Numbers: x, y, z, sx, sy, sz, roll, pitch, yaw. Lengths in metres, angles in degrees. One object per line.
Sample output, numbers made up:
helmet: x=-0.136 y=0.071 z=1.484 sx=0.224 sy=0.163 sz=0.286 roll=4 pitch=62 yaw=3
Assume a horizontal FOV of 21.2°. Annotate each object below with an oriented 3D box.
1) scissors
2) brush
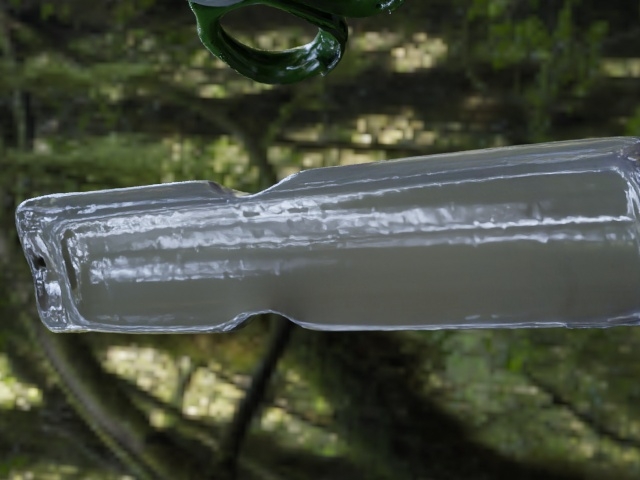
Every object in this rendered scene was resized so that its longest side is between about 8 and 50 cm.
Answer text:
scissors: x=-0.063 y=-0.117 z=0.681 sx=0.204 sy=0.101 sz=0.027 roll=15 pitch=-129 yaw=-32
brush: x=0.000 y=0.000 z=0.627 sx=0.050 sy=0.321 sz=0.060 roll=-23 pitch=-76 yaw=-45
